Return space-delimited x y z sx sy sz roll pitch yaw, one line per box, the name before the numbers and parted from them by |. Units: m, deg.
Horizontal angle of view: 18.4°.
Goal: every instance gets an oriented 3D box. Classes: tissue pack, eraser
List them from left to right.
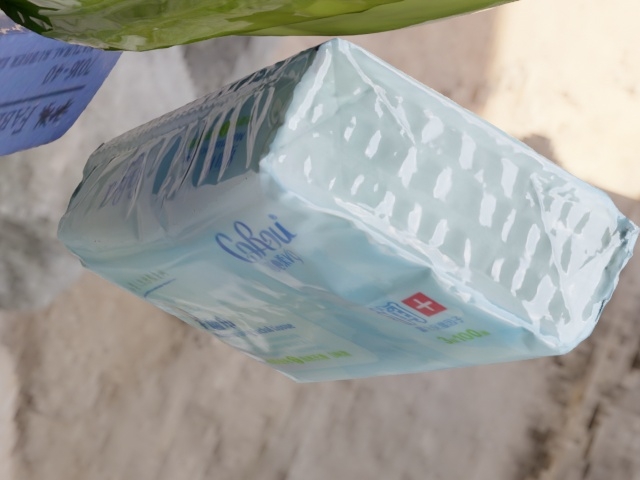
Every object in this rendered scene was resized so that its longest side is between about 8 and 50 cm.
eraser | -0.143 -0.072 0.849 0.082 0.036 0.225 -52 172 19
tissue pack | 0.000 0.000 0.937 0.263 0.177 0.089 -16 -133 61

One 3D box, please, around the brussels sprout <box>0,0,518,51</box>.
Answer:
brussels sprout | -0.015 -0.220 0.618 0.361 0.342 0.425 -39 168 15
